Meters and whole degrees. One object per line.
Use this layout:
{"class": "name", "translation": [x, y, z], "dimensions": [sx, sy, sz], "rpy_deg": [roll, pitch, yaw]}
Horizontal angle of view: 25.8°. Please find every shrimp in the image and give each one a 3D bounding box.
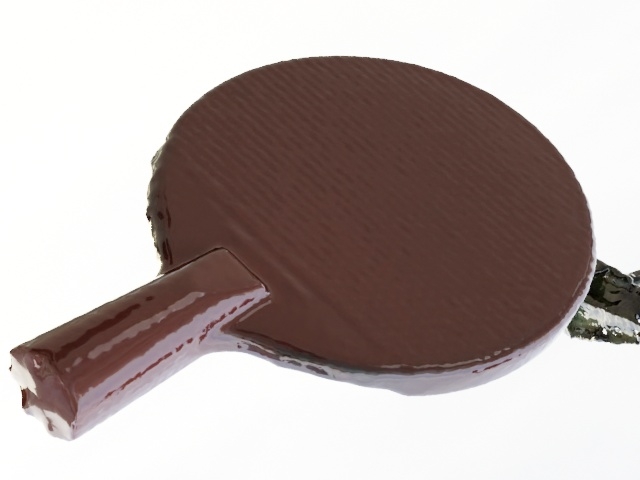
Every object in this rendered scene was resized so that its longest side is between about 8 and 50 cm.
{"class": "shrimp", "translation": [0.101, 0.028, 1.234], "dimensions": [0.272, 0.085, 0.445], "rpy_deg": [-7, -166, -43]}

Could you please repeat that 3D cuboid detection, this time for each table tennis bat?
{"class": "table tennis bat", "translation": [0.000, 0.000, 0.829], "dimensions": [0.268, 0.051, 0.415], "rpy_deg": [42, -133, 21]}
